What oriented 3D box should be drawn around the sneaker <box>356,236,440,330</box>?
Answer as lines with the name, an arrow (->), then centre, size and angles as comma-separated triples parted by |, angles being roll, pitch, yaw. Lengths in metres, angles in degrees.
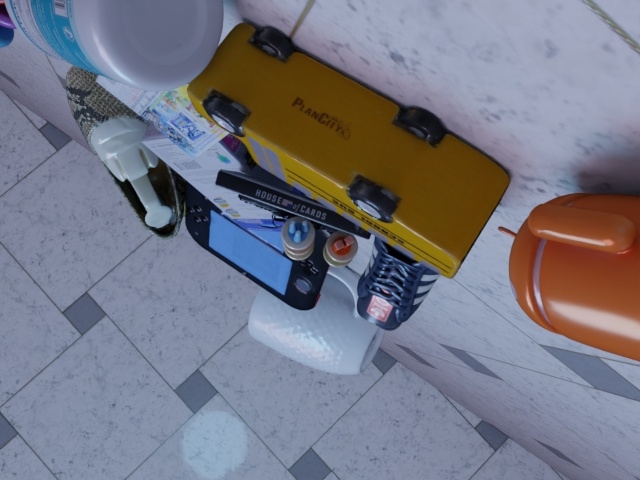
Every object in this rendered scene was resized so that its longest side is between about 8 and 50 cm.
sneaker -> 0.120, 0.063, 0.939 | 0.131, 0.148, 0.350 | 31, 169, 16

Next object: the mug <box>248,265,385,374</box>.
mug -> 0.011, 0.193, 1.650 | 0.327, 0.276, 0.374 | 25, 137, 18

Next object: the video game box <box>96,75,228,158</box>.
video game box -> -0.204, -0.215, 0.838 | 0.187, 0.048, 0.205 | 41, 151, -21

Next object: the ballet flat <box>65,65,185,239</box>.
ballet flat -> -0.375, -0.154, 1.241 | 0.483, 0.163, 0.182 | 84, 168, -59

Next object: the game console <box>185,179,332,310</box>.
game console -> -0.147, -0.019, 1.340 | 0.386, 0.060, 0.342 | 32, 148, 11

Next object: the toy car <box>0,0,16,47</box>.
toy car -> -0.416, -0.313, 0.731 | 0.136, 0.159, 0.182 | 7, 143, -31

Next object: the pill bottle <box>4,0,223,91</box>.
pill bottle -> -0.232, -0.252, 0.623 | 0.264, 0.146, 0.146 | 27, 167, 38

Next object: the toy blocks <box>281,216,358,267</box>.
toy blocks -> 0.000, 0.000, 0.931 | 0.123, 0.054, 0.148 | 10, 169, 0

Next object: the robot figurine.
robot figurine -> 0.242, 0.029, 0.464 | 0.157, 0.128, 0.219 | -9, -168, -28

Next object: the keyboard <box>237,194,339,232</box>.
keyboard -> -0.057, -0.038, 1.040 | 0.191, 0.038, 0.100 | 18, -176, -6

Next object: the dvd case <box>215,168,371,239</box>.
dvd case -> -0.036, -0.059, 0.939 | 0.238, 0.030, 0.179 | 19, -175, 0

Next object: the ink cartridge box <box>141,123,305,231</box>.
ink cartridge box -> -0.161, -0.119, 1.113 | 0.185, 0.065, 0.311 | 2, 148, 39

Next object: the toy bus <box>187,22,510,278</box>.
toy bus -> 0.026, -0.096, 0.633 | 0.332, 0.108, 0.130 | 32, 171, 13

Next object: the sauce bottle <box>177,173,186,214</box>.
sauce bottle -> -0.368, -0.120, 1.652 | 0.111, 0.111, 0.344 | 33, -177, 8
